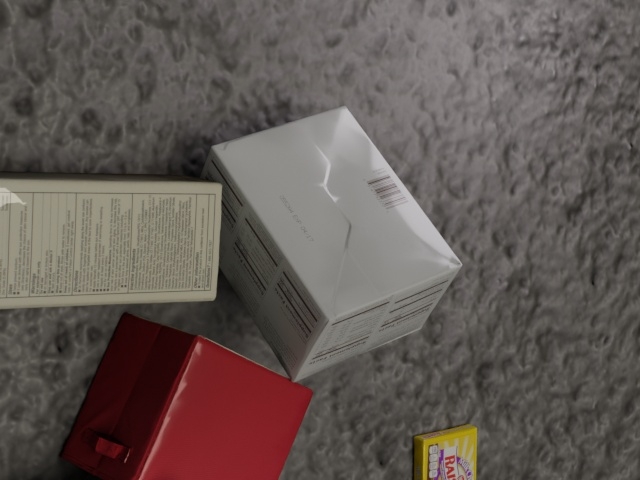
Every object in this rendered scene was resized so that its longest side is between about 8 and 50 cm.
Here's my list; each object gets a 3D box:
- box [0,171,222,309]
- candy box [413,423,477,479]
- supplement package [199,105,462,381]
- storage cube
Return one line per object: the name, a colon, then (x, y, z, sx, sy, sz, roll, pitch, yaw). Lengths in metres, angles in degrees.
box: (-0.275, -0.004, 1.584, 0.311, 0.121, 0.148, 1, 97, -36)
candy box: (0.181, 0.375, 2.031, 0.105, 0.027, 0.206, -8, 102, -38)
supplement package: (0.000, 0.000, 1.683, 0.204, 0.145, 0.262, -20, 64, -32)
storage cube: (-0.157, 0.219, 1.667, 0.215, 0.183, 0.193, 29, 79, -35)
